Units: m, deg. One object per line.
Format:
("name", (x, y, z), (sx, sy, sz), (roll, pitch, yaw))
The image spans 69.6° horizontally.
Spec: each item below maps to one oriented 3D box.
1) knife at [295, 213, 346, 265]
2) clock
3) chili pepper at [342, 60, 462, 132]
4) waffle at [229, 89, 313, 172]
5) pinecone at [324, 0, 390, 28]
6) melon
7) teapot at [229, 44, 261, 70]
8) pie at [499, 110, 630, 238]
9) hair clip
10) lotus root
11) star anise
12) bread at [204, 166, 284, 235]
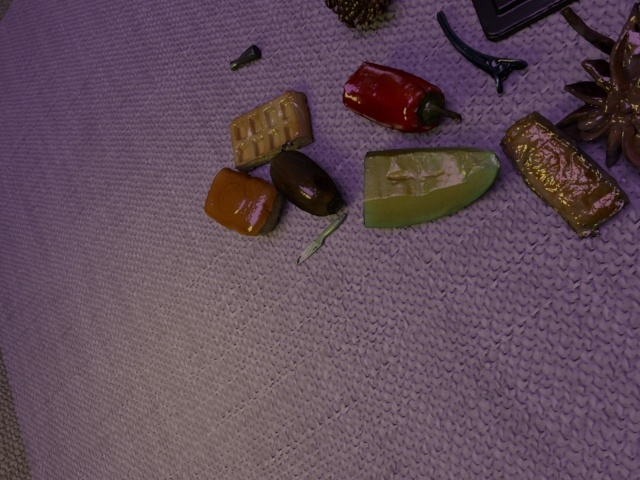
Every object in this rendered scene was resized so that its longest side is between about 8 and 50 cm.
("knife", (0.000, 0.000, 1.255), (0.207, 0.014, 0.030), (-44, 64, 21))
("clock", (0.462, -0.625, 1.025), (0.274, 0.049, 0.278), (-23, 72, 28))
("chili pepper", (0.218, -0.320, 1.090), (0.338, 0.131, 0.134), (28, 74, 35))
("waffle", (-0.155, -0.323, 1.364), (0.274, 0.057, 0.167), (-17, 74, 29))
("pinecone", (0.102, -0.658, 1.191), (0.179, 0.150, 0.195), (-11, 78, 31))
("melon", (0.245, -0.136, 1.058), (0.324, 0.124, 0.196), (-4, 83, 26))
("teapot", (-0.243, -0.577, 1.461), (0.111, 0.043, 0.042), (-17, 75, 31))
("pie", (0.484, -0.134, 0.932), (0.282, 0.068, 0.128), (53, 128, 16))
("hair clip", (0.350, -0.452, 1.075), (0.083, 0.048, 0.275), (-49, 61, 22))
("lotus root", (-0.045, -0.152, 1.234), (0.123, 0.124, 0.241), (-43, 61, -2))
("star anise", (0.560, -0.259, 0.826), (0.350, 0.109, 0.292), (39, 143, 30))
("bread", (-0.222, -0.109, 1.344), (0.246, 0.121, 0.174), (26, 99, 34))
